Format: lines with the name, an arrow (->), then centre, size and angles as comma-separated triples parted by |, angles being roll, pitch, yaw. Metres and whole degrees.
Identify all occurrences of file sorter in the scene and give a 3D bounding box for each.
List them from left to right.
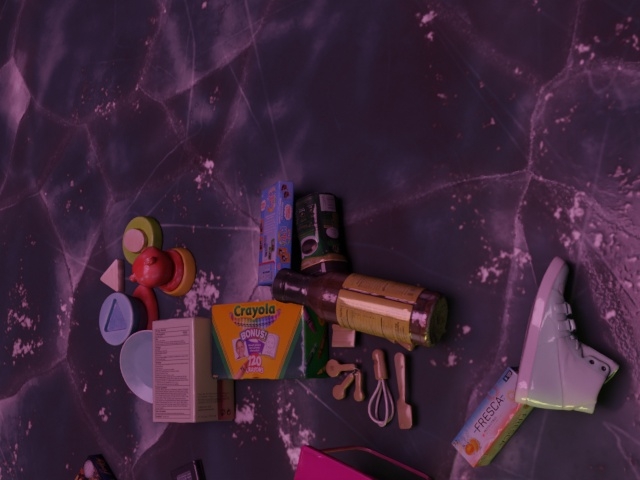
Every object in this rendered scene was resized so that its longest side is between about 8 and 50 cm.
file sorter -> 0.063, 0.546, 1.625 | 0.202, 0.182, 0.290 | 15, 94, 42

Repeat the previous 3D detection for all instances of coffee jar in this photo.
coffee jar -> 0.000, 0.000, 1.816 | 0.096, 0.079, 0.184 | -22, 70, 42

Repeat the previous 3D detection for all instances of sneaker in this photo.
sneaker -> 0.416, 0.159, 1.449 | 0.151, 0.094, 0.256 | 12, 74, 13

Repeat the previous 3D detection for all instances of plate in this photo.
plate -> -0.398, 0.303, 2.125 | 0.188, 0.024, 0.188 | 5, 105, 21

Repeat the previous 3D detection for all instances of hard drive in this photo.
hard drive -> -0.298, 0.586, 2.037 | 0.094, 0.022, 0.135 | -31, 65, 34

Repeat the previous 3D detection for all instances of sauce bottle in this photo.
sauce bottle -> 0.069, 0.115, 1.684 | 0.344, 0.111, 0.111 | 13, 93, 29

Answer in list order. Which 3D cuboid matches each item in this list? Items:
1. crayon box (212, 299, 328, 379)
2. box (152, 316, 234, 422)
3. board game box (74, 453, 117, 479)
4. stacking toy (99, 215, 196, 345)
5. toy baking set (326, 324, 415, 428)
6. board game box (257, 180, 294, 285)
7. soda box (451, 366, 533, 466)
crayon box -> -0.111, 0.212, 1.884 | 0.278, 0.081, 0.165 | -8, 79, 40
box -> -0.288, 0.293, 1.997 | 0.149, 0.127, 0.232 | -9, 78, 40
board game box -> -0.593, 0.695, 2.264 | 0.165, 0.042, 0.243 | 44, 113, 35
stacking toy -> -0.477, 0.091, 2.184 | 0.309, 0.130, 0.279 | -54, 55, 21
toy baking set -> 0.108, 0.249, 1.729 | 0.256, 0.030, 0.196 | 28, 105, 40
board game box -> -0.096, -0.011, 1.878 | 0.160, 0.039, 0.211 | 165, 107, -73
soda box -> 0.308, 0.305, 1.526 | 0.063, 0.058, 0.183 | 46, 113, 35
